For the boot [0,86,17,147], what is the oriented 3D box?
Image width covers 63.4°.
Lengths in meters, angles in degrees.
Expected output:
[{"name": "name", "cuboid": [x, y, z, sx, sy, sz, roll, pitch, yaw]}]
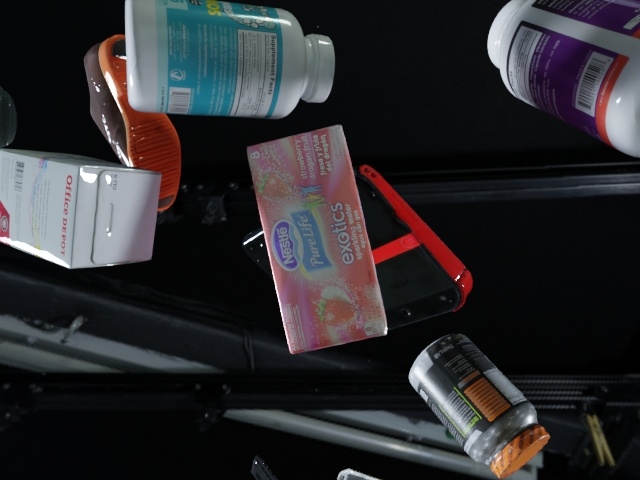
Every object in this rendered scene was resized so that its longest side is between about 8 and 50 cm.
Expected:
[{"name": "boot", "cuboid": [-0.437, -0.128, 0.450, 0.207, 0.246, 0.094, 0, -91, 7]}]

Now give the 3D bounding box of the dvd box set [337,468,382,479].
[{"name": "dvd box set", "cuboid": [0.250, 0.274, 0.367, 0.421, 0.308, 0.062, 33, -114, -31]}]

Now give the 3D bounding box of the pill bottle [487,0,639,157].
[{"name": "pill bottle", "cuboid": [0.388, -0.259, 0.743, 0.182, 0.323, 0.181, -11, -53, -16]}]

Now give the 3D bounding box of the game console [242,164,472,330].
[{"name": "game console", "cuboid": [0.064, 0.049, 1.030, 0.342, 0.060, 0.387, 47, -45, -15]}]

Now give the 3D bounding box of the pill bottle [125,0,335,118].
[{"name": "pill bottle", "cuboid": [-0.119, -0.239, 0.693, 0.264, 0.146, 0.146, -2, -66, -21]}]

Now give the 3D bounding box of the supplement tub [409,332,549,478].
[{"name": "supplement tub", "cuboid": [0.230, 0.240, 0.764, 0.117, 0.190, 0.116, -22, -41, -21]}]

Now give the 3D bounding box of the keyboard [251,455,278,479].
[{"name": "keyboard", "cuboid": [-0.065, 0.477, 0.936, 0.023, 0.180, 0.108, -28, -30, -31]}]

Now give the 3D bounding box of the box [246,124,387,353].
[{"name": "box", "cuboid": [0.000, 0.000, 0.777, 0.142, 0.154, 0.299, -13, -92, 4]}]

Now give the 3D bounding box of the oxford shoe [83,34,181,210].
[{"name": "oxford shoe", "cuboid": [-0.301, -0.178, 0.831, 0.099, 0.097, 0.271, -2, -74, 34]}]

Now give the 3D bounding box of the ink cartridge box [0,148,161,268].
[{"name": "ink cartridge box", "cuboid": [-0.325, -0.046, 0.695, 0.176, 0.127, 0.128, 15, -80, 30]}]
